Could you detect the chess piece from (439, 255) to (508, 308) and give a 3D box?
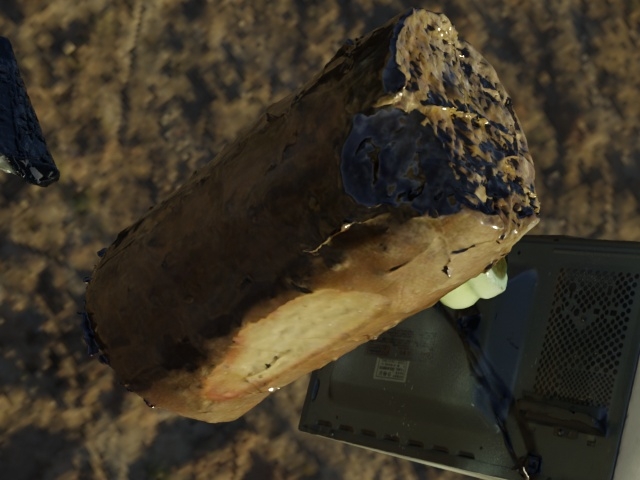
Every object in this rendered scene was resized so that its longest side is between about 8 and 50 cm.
[{"bbox_3d":[0.000,0.000,1.286,0.176,0.298,0.176,-14,90,-75],"label":"chess piece"}]

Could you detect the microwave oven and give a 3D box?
[{"bbox_3d":[0.239,0.140,1.542,0.374,0.432,0.236,19,80,-38],"label":"microwave oven"}]

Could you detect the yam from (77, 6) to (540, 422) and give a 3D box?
[{"bbox_3d":[-0.003,-0.007,0.743,0.128,0.238,0.129,25,45,-34],"label":"yam"}]

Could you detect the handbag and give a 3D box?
[{"bbox_3d":[-0.385,-0.144,1.498,0.270,0.088,0.175,17,36,-42],"label":"handbag"}]
